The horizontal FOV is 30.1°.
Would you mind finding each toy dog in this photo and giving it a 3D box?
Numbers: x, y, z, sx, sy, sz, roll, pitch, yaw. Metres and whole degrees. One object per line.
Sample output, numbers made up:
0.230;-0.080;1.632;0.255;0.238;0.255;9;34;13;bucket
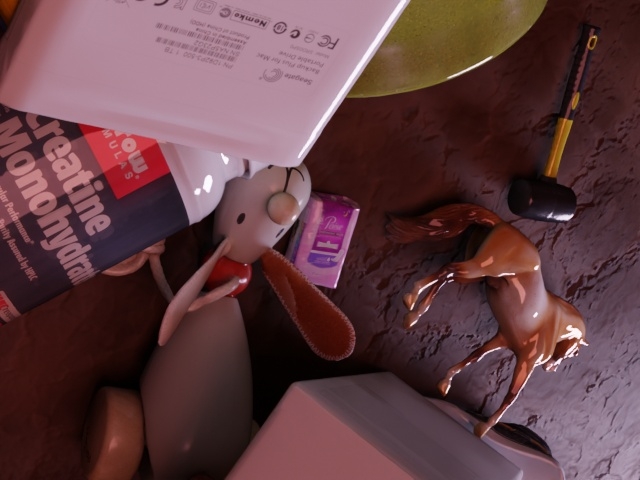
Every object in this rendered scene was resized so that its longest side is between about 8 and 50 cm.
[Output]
-0.085;0.100;0.984;0.220;0.161;0.334;-8;114;-21;toy dog

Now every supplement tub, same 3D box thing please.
-0.189;-0.067;0.850;0.272;0.191;0.191;-29;120;-10;supplement tub

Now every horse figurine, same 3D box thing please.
0.164;0.059;1.131;0.174;0.066;0.263;-39;117;-17;horse figurine

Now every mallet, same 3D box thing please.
0.220;-0.108;1.112;0.062;0.039;0.190;-1;107;-28;mallet

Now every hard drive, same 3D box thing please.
-0.023;-0.177;0.626;0.203;0.040;0.307;10;129;-35;hard drive

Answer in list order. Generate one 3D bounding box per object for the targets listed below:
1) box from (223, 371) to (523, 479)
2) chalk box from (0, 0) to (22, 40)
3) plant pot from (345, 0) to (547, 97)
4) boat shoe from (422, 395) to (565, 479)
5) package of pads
0.026;0.243;0.982;0.215;0.168;0.345;-54;165;4;box
-0.164;-0.200;0.685;0.132;0.132;0.213;-42;156;-12;chalk box
0.016;-0.300;0.784;0.366;0.366;0.353;-27;132;-12;plant pot
0.156;0.204;1.199;0.183;0.083;0.065;27;99;-3;boat shoe
0.000;0.000;1.057;0.050;0.032;0.083;9;107;-30;package of pads
